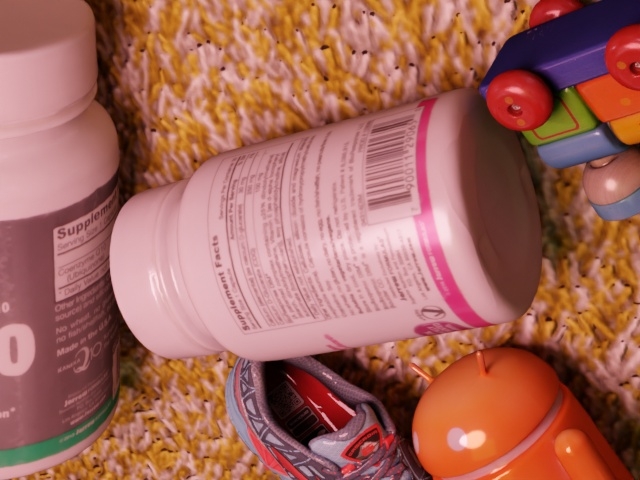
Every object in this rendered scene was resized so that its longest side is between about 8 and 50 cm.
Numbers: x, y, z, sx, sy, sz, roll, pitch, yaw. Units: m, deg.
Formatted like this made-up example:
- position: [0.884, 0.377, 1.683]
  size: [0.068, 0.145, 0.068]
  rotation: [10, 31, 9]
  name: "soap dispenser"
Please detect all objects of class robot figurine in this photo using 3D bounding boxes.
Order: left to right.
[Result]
- position: [0.154, 0.173, 0.887]
  size: [0.128, 0.158, 0.219]
  rotation: [-34, 102, 12]
  name: "robot figurine"

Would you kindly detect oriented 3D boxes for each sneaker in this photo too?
- position: [0.023, 0.180, 0.914]
  size: [0.262, 0.104, 0.125]
  rotation: [42, 159, 10]
  name: "sneaker"

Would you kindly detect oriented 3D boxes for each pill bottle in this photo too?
- position: [-0.261, -0.008, 0.917]
  size: [0.204, 0.204, 0.361]
  rotation: [14, 122, 16]
  name: "pill bottle"
- position: [0.000, 0.000, 0.835]
  size: [0.283, 0.160, 0.160]
  rotation: [-12, 112, 29]
  name: "pill bottle"

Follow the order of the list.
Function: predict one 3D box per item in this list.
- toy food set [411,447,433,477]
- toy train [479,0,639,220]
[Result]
- position: [0.061, 0.205, 1.009]
  size: [0.083, 0.020, 0.082]
  rotation: [41, 125, -2]
  name: "toy food set"
- position: [0.232, -0.096, 0.699]
  size: [0.248, 0.105, 0.143]
  rotation: [-16, 123, 45]
  name: "toy train"
